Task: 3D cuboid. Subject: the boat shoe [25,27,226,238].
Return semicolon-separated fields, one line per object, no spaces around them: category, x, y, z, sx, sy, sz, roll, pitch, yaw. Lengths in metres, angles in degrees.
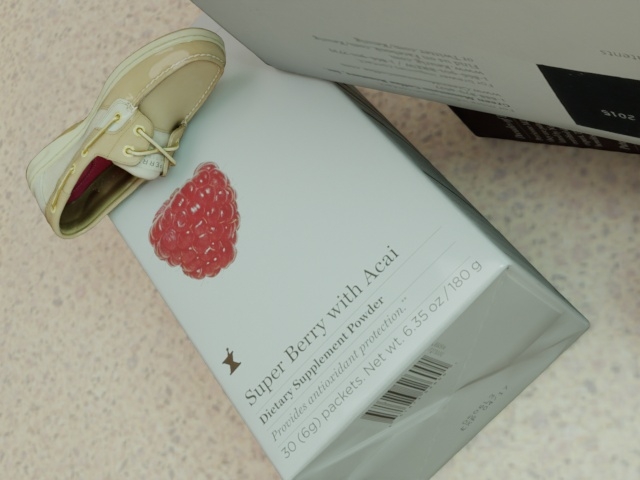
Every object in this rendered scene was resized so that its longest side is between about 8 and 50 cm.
boat shoe;-0.115;-0.060;0.570;0.170;0.063;0.059;-39;61;27

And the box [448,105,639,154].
box;0.182;-0.159;0.573;0.203;0.167;0.168;11;80;32

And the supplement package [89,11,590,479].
supplement package;0.000;0.000;0.621;0.177;0.175;0.293;-47;57;10

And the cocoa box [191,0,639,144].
cocoa box;0.095;-0.194;0.394;0.347;0.231;0.227;18;84;33
